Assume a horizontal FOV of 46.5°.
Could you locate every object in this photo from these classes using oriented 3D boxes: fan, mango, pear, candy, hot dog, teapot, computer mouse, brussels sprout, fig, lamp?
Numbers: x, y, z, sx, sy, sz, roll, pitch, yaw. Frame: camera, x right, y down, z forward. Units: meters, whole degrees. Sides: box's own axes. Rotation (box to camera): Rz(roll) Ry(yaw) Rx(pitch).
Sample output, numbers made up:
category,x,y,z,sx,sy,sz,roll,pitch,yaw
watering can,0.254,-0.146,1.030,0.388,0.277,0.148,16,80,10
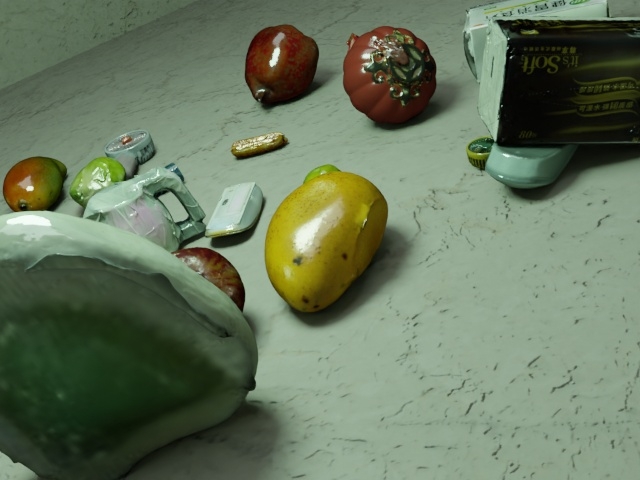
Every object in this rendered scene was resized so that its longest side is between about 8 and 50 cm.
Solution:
category,x,y,z,sx,sy,sz,roll,pitch,yaw
fan,-0.515,-0.221,1.981,0.130,0.074,0.244,-16,31,4
mango,-0.749,-0.153,1.956,0.146,0.129,0.289,-25,22,-6
pear,0.008,-0.112,1.506,0.097,0.092,0.092,-1,35,26
candy,-0.311,0.132,0.985,0.386,0.427,0.186,-31,38,8
hot dog,-0.151,-0.235,1.840,0.144,0.038,0.062,-12,28,6
mango,0.000,0.000,1.272,0.191,0.159,0.290,4,46,23
teapot,-0.357,-0.037,1.493,0.222,0.178,0.163,-13,31,8
computer mouse,0.390,-0.158,1.377,0.128,0.079,0.231,24,41,31
brussels sprout,-0.533,-0.133,1.808,0.155,0.117,0.155,-22,45,23
computer mouse,-0.180,-0.057,1.558,0.102,0.044,0.199,-11,31,14
fan,0.364,-0.185,1.473,0.155,0.039,0.082,-21,30,-7
fig,-0.212,0.103,1.239,0.175,0.207,0.175,2,69,-4
lamp,0.163,-0.383,1.721,0.227,0.226,0.226,-14,31,8

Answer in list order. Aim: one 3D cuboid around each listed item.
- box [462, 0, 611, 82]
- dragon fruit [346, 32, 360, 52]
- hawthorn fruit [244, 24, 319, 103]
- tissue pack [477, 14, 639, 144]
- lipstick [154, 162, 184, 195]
category,x,y,z,sx,sy,sz,roll,pitch,yaw
box,0.517,-0.504,1.801,0.333,0.145,0.173,-8,30,16
dragon fruit,0.123,-0.496,2.064,0.110,0.153,0.153,-57,26,16
hawthorn fruit,-0.122,-0.475,2.067,0.208,0.208,0.248,11,59,40
tissue pack,0.477,-0.297,1.343,0.370,0.209,0.198,0,35,1
lipstick,-0.438,-0.104,1.784,0.234,0.053,0.053,-35,34,-18
